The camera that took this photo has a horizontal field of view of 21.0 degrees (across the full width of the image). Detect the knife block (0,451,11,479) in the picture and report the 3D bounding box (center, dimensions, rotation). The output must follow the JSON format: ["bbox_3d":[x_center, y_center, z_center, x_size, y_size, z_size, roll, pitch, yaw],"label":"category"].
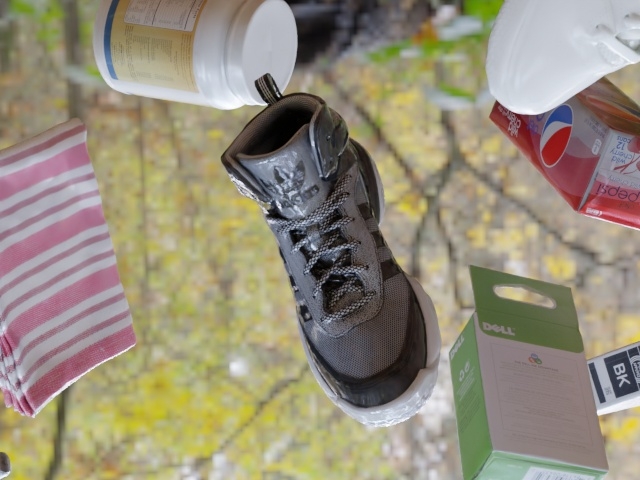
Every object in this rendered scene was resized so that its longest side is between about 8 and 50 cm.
[{"bbox_3d":[-0.335,0.140,1.211,0.242,0.088,0.276,6,165,-7],"label":"knife block"}]

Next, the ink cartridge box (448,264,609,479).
[{"bbox_3d":[0.175,0.126,1.505,0.109,0.062,0.209,12,-135,-16],"label":"ink cartridge box"}]

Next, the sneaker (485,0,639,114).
[{"bbox_3d":[0.173,-0.125,0.824,0.080,0.212,0.094,23,-152,-55],"label":"sneaker"}]

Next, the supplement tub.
[{"bbox_3d":[-0.142,-0.227,1.965,0.199,0.144,0.144,11,-167,27],"label":"supplement tub"}]

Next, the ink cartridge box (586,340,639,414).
[{"bbox_3d":[0.414,0.112,1.800,0.165,0.065,0.332,-4,163,-45],"label":"ink cartridge box"}]

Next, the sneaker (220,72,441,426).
[{"bbox_3d":[0.000,0.000,1.235,0.101,0.268,0.153,-26,140,11],"label":"sneaker"}]

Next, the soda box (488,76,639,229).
[{"bbox_3d":[0.244,-0.098,1.594,0.092,0.083,0.263,14,-162,-17],"label":"soda box"}]

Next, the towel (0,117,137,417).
[{"bbox_3d":[-0.205,0.018,1.310,0.029,0.197,0.144,3,-156,33],"label":"towel"}]
